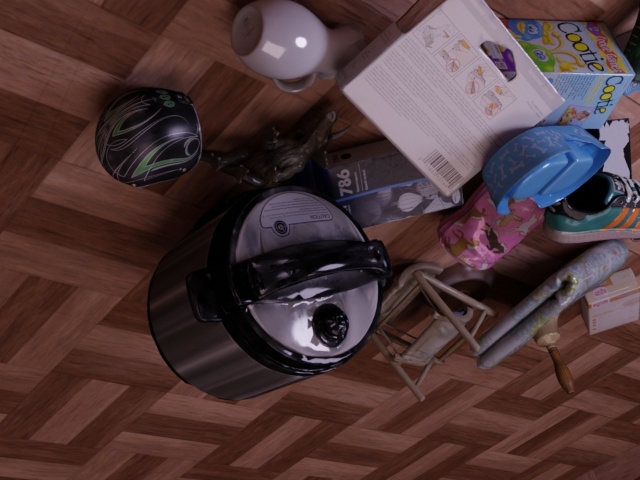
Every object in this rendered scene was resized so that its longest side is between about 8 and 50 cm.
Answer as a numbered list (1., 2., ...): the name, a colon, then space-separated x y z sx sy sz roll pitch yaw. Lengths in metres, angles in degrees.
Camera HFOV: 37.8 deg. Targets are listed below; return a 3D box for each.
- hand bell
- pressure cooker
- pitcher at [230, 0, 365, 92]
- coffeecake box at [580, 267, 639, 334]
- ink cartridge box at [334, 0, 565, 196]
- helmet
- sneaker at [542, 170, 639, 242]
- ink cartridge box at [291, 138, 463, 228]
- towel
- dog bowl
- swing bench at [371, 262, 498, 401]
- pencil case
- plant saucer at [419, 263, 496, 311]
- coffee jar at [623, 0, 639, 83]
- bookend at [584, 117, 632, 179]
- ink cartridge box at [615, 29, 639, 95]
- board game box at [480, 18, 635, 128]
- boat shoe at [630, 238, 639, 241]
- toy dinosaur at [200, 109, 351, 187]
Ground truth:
1. hand bell: 0.624 0.303 2.502 0.126 0.242 0.126 -10 145 -7
2. pressure cooker: -0.085 0.096 1.776 0.375 0.370 0.420 40 144 -17
3. pitcher: -0.056 -0.307 1.531 0.207 0.125 0.178 4 148 -44
4. coffeecake box: 0.781 0.167 2.525 0.142 0.068 0.185 -19 145 5
5. ink cartridge box: 0.216 -0.250 1.550 0.261 0.066 0.296 -40 122 15
6. helmet: -0.297 -0.174 1.577 0.162 0.169 0.169 -17 148 -27
7. sneaker: 0.589 -0.076 1.831 0.302 0.108 0.121 -11 140 -6
8. ink cartridge box: 0.113 -0.113 1.860 0.333 0.065 0.165 -14 126 -1
9. towel: 0.558 0.155 2.285 0.320 0.090 0.374 -25 161 -50
10. dog bowl: 0.396 -0.132 1.660 0.297 0.074 0.166 -9 148 -48
11. swing bench: 0.241 0.205 2.265 0.255 0.165 0.253 40 131 1
12. pencil case: 0.404 -0.096 1.953 0.160 0.167 0.386 -36 167 -48
13. plant saucer: 0.348 0.125 2.335 0.199 0.036 0.198 -10 143 -8
14. coffee jar: 0.599 -0.371 1.658 0.096 0.079 0.184 9 112 -3
15. bookend: 0.579 -0.176 1.963 0.072 0.156 0.157 -7 100 -12
16. ink cartridge box: 0.640 -0.360 1.761 0.181 0.061 0.104 -23 143 11
17. board game box: 0.390 -0.298 1.681 0.275 0.142 0.144 -2 144 -17
18. boat shoe: 0.769 -0.044 2.235 0.066 0.066 0.183 -16 145 1
19. toy dinosaur: -0.102 -0.140 1.723 0.314 0.121 0.160 -20 169 23
